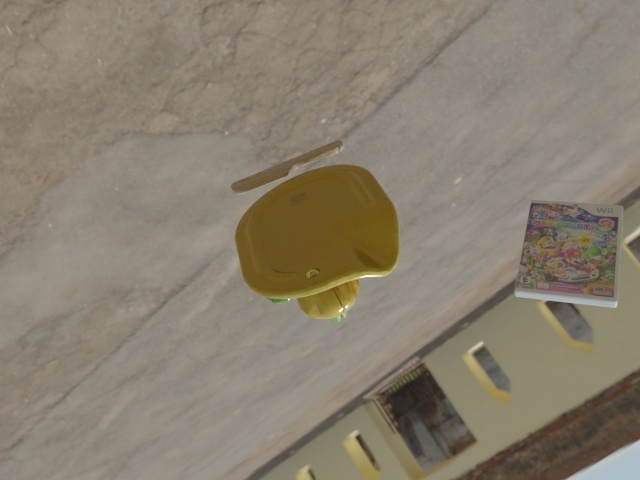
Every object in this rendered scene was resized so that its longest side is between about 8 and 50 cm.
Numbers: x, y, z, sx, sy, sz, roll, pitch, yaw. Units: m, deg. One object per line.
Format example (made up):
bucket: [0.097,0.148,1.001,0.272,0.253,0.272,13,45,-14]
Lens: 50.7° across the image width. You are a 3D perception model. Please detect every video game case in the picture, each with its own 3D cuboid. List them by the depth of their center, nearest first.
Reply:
video game case: [0.237,0.009,0.639,0.011,0.087,0.122,72,32,-43]

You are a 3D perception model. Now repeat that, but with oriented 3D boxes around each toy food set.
toy food set: [0.000,0.000,0.569,0.128,0.217,0.071,-25,121,2]
